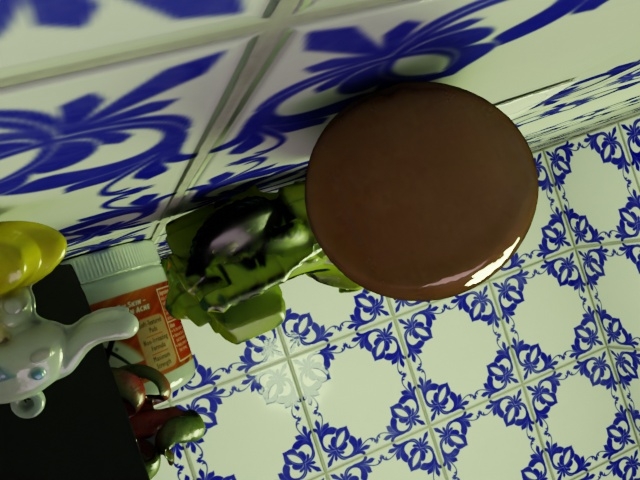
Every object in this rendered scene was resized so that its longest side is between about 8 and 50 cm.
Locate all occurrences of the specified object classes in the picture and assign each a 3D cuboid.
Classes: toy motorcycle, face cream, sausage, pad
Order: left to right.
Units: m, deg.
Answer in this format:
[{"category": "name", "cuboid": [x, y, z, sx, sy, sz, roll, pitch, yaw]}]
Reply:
[{"category": "face cream", "cuboid": [-0.277, 0.116, 0.831, 0.201, 0.187, 0.201, -18, 180, 0]}, {"category": "toy motorcycle", "cuboid": [-0.001, -0.002, 0.699, 0.342, 0.142, 0.206, -18, 142, -34]}, {"category": "sausage", "cuboid": [0.066, -0.029, 0.452, 0.121, 0.121, 0.304, -18, 180, 8]}, {"category": "pad", "cuboid": [0.160, -0.123, 0.712, 0.156, 0.004, 0.232, -19, 180, -2]}]

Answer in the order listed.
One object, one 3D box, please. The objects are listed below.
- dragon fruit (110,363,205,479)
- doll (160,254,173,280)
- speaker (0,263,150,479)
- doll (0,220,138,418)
[{"category": "dragon fruit", "cuboid": [-0.274, 0.188, 0.639, 0.272, 0.218, 0.198, -30, 139, -6]}, {"category": "doll", "cuboid": [-0.263, 0.063, 1.469, 0.186, 0.106, 0.134, 4, -176, -40]}, {"category": "speaker", "cuboid": [-0.253, 0.163, 0.462, 0.232, 0.254, 0.184, -18, 164, -25]}, {"category": "doll", "cuboid": [-0.186, 0.049, 0.367, 0.135, 0.113, 0.071, -38, -159, 1]}]
